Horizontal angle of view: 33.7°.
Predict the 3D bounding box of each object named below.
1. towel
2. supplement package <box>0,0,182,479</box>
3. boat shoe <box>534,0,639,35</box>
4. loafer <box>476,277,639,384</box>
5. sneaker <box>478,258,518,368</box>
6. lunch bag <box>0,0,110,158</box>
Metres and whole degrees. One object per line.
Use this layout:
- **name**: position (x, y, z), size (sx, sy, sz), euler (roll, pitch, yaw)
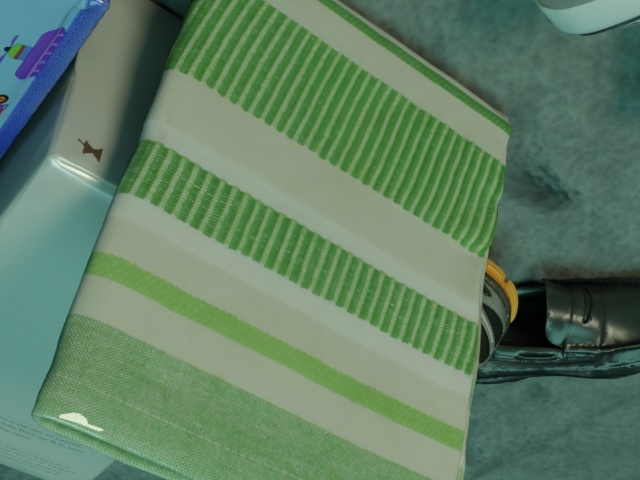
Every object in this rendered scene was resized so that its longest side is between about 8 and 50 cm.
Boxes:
- **towel**: position (0.000, 0.000, 0.598), size (0.248, 0.325, 0.038), euler (31, 144, -25)
- **supplement package**: position (-0.154, 0.010, 0.713), size (0.175, 0.177, 0.293), euler (28, 131, -24)
- **boat shoe**: position (0.265, -0.180, 0.564), size (0.301, 0.108, 0.102), euler (-29, 127, 19)
- **loafer**: position (0.193, 0.067, 0.831), size (0.223, 0.076, 0.078), euler (-10, 142, 17)
- **sneaker**: position (0.050, 0.016, 0.762), size (0.215, 0.083, 0.084), euler (33, 131, -6)
- **lunch bag**: position (-0.282, -0.113, 0.590), size (0.221, 0.138, 0.293), euler (18, 133, -32)
